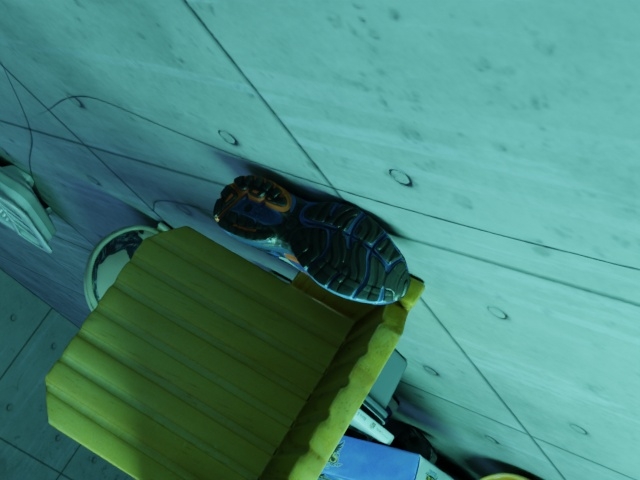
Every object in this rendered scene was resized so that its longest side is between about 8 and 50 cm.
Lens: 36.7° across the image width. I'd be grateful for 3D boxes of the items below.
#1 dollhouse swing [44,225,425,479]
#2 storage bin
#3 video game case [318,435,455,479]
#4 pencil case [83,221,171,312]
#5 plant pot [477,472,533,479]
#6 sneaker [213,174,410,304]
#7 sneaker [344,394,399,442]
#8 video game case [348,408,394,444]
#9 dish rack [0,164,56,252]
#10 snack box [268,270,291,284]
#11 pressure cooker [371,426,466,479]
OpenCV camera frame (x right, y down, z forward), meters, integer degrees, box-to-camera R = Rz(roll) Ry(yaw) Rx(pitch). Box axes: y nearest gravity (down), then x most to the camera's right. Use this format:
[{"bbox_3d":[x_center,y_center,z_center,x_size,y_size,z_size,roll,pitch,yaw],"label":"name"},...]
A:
[{"bbox_3d":[-0.126,0.132,1.063,0.305,0.347,0.315,34,164,-1],"label":"dollhouse swing"},{"bbox_3d":[0.048,0.167,1.290,0.098,0.091,0.135,14,155,49],"label":"storage bin"},{"bbox_3d":[0.045,0.332,1.416,0.269,0.061,0.244,9,161,24],"label":"video game case"},{"bbox_3d":[-0.270,0.109,1.568,0.160,0.183,0.410,26,161,6],"label":"pencil case"},{"bbox_3d":[0.334,0.486,1.525,0.188,0.205,0.205,26,172,-42],"label":"plant pot"},{"bbox_3d":[0.000,0.000,0.957,0.221,0.083,0.087,30,177,30],"label":"sneaker"},{"bbox_3d":[0.034,0.249,1.488,0.107,0.124,0.283,20,159,36],"label":"sneaker"},{"bbox_3d":[0.008,0.221,1.323,0.143,0.019,0.157,43,162,-30],"label":"video game case"},{"bbox_3d":[-0.626,-0.118,1.757,0.333,0.072,0.285,31,164,6],"label":"dish rack"},{"bbox_3d":[-0.027,0.102,1.336,0.100,0.037,0.141,28,163,21],"label":"snack box"},{"bbox_3d":[0.084,0.544,1.721,0.375,0.370,0.420,-16,141,40],"label":"pressure cooker"}]
